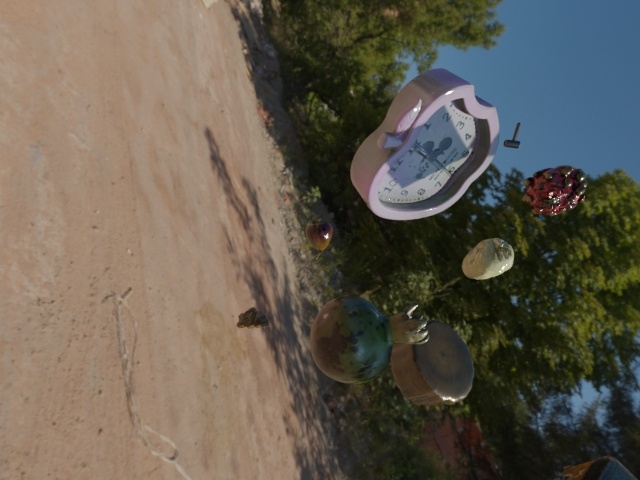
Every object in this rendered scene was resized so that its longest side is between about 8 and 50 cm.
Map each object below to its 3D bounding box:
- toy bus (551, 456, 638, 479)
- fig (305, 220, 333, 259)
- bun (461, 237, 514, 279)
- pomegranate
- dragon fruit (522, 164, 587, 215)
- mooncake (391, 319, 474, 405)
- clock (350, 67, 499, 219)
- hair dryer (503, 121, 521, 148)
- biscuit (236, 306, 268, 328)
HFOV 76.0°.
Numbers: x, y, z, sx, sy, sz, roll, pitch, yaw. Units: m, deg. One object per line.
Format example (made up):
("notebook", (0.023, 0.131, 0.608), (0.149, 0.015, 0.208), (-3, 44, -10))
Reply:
("toy bus", (0.526, 0.605, 0.816), (0.162, 0.324, 0.194), (48, -34, 23))
("fig", (0.000, 0.000, 1.335), (0.089, 0.089, 0.125), (-83, 167, -76))
("bun", (0.704, 0.068, 1.731), (0.229, 0.230, 0.145), (-74, 145, -79))
("pomegranate", (0.125, 0.263, 1.100), (0.242, 0.306, 0.242), (180, -90, -82))
("dragon fruit", (0.897, -0.190, 1.536), (0.198, 0.273, 0.218), (-110, -174, -53))
("mooncake", (0.386, 0.430, 1.433), (0.161, 0.291, 0.290), (-40, -120, 48))
("clock", (0.229, -0.197, 0.917), (0.102, 0.339, 0.338), (59, -3, 40))
("hair dryer", (0.635, -0.344, 1.339), (0.026, 0.047, 0.083), (-97, -166, -63))
("biscuit", (-0.183, 0.216, 1.118), (0.082, 0.092, 0.016), (-47, 139, -48))
